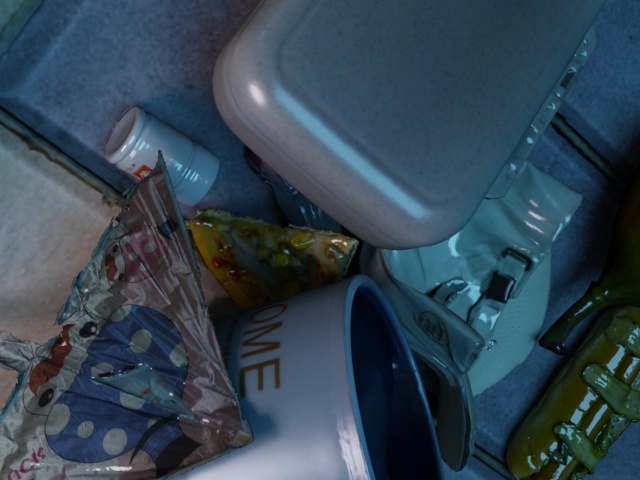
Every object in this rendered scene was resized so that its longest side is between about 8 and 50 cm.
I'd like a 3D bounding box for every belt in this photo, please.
[{"bbox_3d":[0.000,0.000,1.096,0.071,0.053,0.232,-25,113,-8],"label":"belt"}]

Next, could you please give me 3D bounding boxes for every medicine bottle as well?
[{"bbox_3d":[-0.140,-0.074,1.009,0.089,0.057,0.057,30,90,-28],"label":"medicine bottle"},{"bbox_3d":[0.089,-0.189,0.989,0.282,0.123,0.375,40,70,-15],"label":"medicine bottle"}]

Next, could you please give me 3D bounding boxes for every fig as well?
[{"bbox_3d":[0.358,0.014,1.190,0.321,0.217,0.217,-31,115,1],"label":"fig"}]

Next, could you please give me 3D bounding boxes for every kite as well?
[{"bbox_3d":[-0.194,0.101,0.887,0.406,0.368,0.014,-62,145,-21],"label":"kite"}]

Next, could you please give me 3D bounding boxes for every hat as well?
[{"bbox_3d":[0.126,0.068,1.133,0.258,0.168,0.301,-44,147,-43],"label":"hat"}]

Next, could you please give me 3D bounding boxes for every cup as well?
[{"bbox_3d":[-0.074,0.222,0.925,0.311,0.331,0.257,-15,151,15],"label":"cup"}]

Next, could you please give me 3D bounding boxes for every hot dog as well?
[{"bbox_3d":[0.304,0.183,1.271,0.109,0.072,0.269,38,85,-25],"label":"hot dog"}]

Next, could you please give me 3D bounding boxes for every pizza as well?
[{"bbox_3d":[-0.023,0.037,1.034,0.184,0.176,0.036,54,49,-26],"label":"pizza"}]
